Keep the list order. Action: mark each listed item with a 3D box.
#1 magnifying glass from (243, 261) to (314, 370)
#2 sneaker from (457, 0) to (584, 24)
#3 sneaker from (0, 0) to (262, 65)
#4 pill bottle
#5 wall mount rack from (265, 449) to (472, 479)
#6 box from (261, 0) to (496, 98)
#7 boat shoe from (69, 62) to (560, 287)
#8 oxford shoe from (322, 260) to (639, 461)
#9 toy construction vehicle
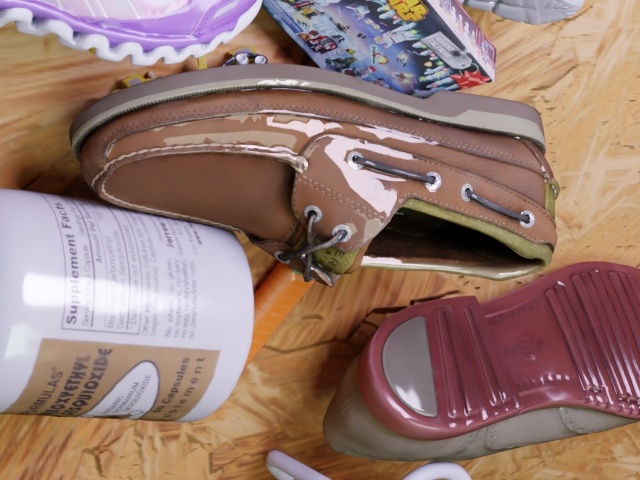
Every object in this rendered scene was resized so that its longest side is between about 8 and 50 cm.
[{"bbox_3d":[0.000,0.000,1.090,0.092,0.026,0.231,22,113,-39],"label":"magnifying glass"},{"bbox_3d":[0.082,-0.176,0.966,0.158,0.065,0.061,12,161,-17],"label":"sneaker"},{"bbox_3d":[-0.125,-0.157,0.816,0.236,0.095,0.104,1,141,-29],"label":"sneaker"},{"bbox_3d":[-0.166,0.037,0.950,0.229,0.131,0.131,7,124,-33],"label":"pill bottle"},{"bbox_3d":[0.001,0.326,1.256,0.350,0.130,0.304,-54,134,-15],"label":"wall mount rack"},{"bbox_3d":[0.032,-0.130,0.955,0.094,0.027,0.137,-12,145,31],"label":"box"},{"bbox_3d":[0.008,-0.031,0.958,0.307,0.104,0.111,0,157,-21],"label":"boat shoe"},{"bbox_3d":[0.158,0.098,1.222,0.348,0.123,0.130,-1,154,-29],"label":"oxford shoe"},{"bbox_3d":[-0.083,-0.109,0.944,0.098,0.035,0.086,-21,146,-8],"label":"toy construction vehicle"}]
